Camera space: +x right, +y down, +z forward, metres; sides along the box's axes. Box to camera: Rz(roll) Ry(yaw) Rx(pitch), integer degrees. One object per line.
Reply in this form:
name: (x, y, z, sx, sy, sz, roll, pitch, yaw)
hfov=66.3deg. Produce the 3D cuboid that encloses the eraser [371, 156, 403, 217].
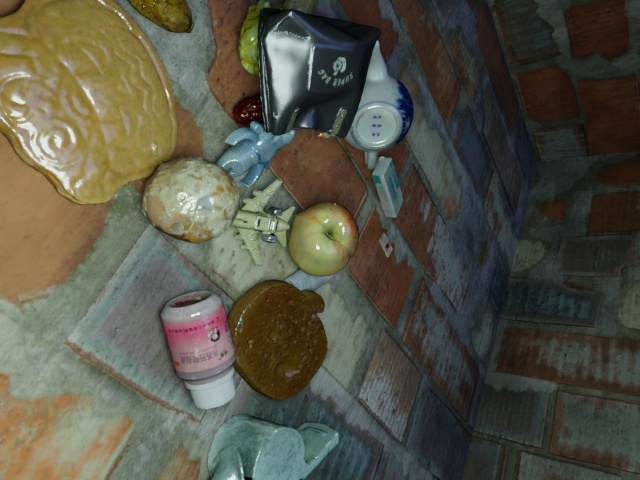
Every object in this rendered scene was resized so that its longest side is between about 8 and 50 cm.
eraser: (0.249, -0.193, 1.801, 0.095, 0.052, 0.225, -63, 147, -30)

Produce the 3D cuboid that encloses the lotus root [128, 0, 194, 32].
lotus root: (-0.340, -0.519, 1.075, 0.108, 0.094, 0.190, -49, 141, 4)

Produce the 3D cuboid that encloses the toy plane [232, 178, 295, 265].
toy plane: (-0.167, -0.050, 1.284, 0.256, 0.104, 0.242, 5, 101, -58)

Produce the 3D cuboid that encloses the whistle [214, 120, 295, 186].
whistle: (-0.169, -0.233, 1.245, 0.269, 0.093, 0.180, -44, 155, -18)

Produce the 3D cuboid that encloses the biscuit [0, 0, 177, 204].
biscuit: (-0.446, -0.287, 0.959, 0.365, 0.062, 0.385, -49, 126, -39)

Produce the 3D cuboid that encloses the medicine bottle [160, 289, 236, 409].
medicine bottle: (-0.267, 0.247, 1.112, 0.147, 0.147, 0.247, -26, 108, -49)

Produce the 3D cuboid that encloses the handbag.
handbag: (-0.012, -0.396, 1.200, 0.342, 0.152, 0.288, -10, 118, -39)

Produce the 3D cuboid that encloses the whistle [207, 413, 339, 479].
whistle: (-0.114, 0.569, 1.278, 0.404, 0.168, 0.188, 28, 68, -47)

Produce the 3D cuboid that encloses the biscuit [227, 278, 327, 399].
biscuit: (-0.106, 0.259, 1.350, 0.314, 0.063, 0.367, -51, 129, -26)

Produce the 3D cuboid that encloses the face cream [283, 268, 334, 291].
face cream: (-0.031, 0.111, 1.477, 0.198, 0.057, 0.084, -26, 112, -51)

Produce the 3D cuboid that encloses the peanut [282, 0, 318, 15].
peanut: (-0.059, -0.679, 1.427, 0.098, 0.090, 0.214, 16, 70, -7)

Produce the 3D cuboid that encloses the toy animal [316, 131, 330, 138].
toy animal: (0.013, -0.468, 1.417, 0.226, 0.188, 0.358, 57, 31, -67)

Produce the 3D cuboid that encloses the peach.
peach: (0.000, 0.000, 1.408, 0.232, 0.232, 0.233, 1, 89, -51)

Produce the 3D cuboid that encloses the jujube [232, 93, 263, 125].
jujube: (-0.174, -0.343, 1.295, 0.129, 0.077, 0.077, -29, 112, -36)

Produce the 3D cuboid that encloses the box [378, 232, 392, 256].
box: (0.248, 0.018, 1.860, 0.046, 0.012, 0.083, -57, 130, -36)

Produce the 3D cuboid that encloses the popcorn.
popcorn: (-0.121, -0.513, 1.275, 0.185, 0.167, 0.187, -17, 97, -32)

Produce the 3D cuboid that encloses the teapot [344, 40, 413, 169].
teapot: (0.173, -0.428, 1.609, 0.280, 0.252, 0.424, -90, 178, -52)

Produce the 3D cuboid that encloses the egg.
egg: (-0.275, -0.087, 1.071, 0.233, 0.195, 0.195, -1, 90, -69)
